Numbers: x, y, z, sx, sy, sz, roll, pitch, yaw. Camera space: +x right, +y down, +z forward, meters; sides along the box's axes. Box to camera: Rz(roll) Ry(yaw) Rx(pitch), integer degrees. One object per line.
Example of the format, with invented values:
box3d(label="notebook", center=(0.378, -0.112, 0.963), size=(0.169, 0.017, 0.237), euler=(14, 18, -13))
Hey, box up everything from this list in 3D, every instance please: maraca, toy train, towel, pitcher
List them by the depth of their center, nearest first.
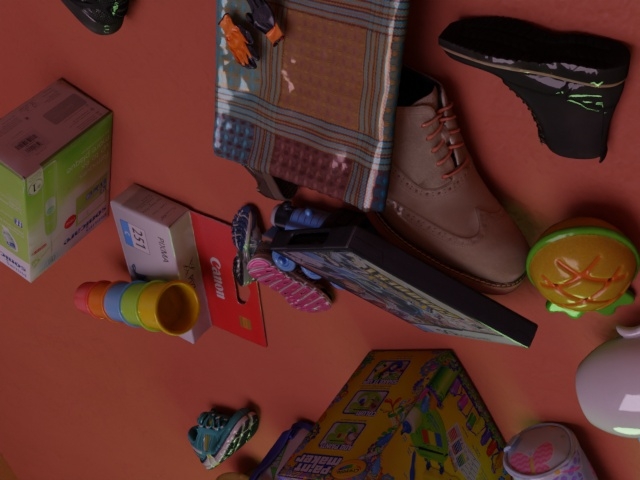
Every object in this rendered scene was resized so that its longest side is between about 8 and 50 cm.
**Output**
box3d(label="towel", center=(-0.020, -0.238, 0.977), size=(0.271, 0.040, 0.370), euler=(22, 119, 35))
box3d(label="maraca", center=(0.310, 0.040, 1.032), size=(0.127, 0.099, 0.186), euler=(-5, 143, 20))
box3d(label="pitcher", center=(0.406, 0.140, 1.041), size=(0.207, 0.125, 0.178), euler=(-22, 90, 39))
box3d(label="toy train", center=(0.000, 0.000, 1.285), size=(0.184, 0.080, 0.105), euler=(17, 128, 29))

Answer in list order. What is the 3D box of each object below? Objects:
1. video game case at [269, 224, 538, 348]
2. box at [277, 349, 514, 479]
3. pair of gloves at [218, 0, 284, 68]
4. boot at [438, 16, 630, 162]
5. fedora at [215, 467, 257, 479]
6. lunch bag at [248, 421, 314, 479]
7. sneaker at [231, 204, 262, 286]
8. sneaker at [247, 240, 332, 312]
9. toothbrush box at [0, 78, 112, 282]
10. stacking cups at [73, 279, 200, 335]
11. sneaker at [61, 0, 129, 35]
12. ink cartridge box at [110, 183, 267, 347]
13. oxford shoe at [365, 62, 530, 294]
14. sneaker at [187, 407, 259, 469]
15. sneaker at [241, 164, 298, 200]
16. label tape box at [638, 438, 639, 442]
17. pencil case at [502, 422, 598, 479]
box3d(label="video game case", center=(0.096, 0.058, 1.116), size=(0.275, 0.035, 0.248), euler=(28, 169, -20))
box3d(label="box", center=(0.136, 0.367, 1.353), size=(0.177, 0.279, 0.290), euler=(-8, 120, 45))
box3d(label="pair of gloves", center=(-0.081, -0.240, 0.999), size=(0.083, 0.010, 0.074), euler=(-37, 81, 43))
box3d(label="boot", center=(0.221, -0.156, 0.943), size=(0.198, 0.077, 0.137), euler=(22, 143, 26))
box3d(label="fedora", center=(-0.147, 0.571, 1.967), size=(0.194, 0.079, 0.194), euler=(20, 131, 24))
box3d(label="lunch bag", center=(0.005, 0.574, 1.636), size=(0.385, 0.328, 0.239), euler=(43, 141, -3))
box3d(label="sneaker", center=(-0.108, 0.005, 1.411), size=(0.052, 0.058, 0.135), euler=(35, 128, 50))
box3d(label="sneaker", center=(-0.042, 0.052, 1.388), size=(0.170, 0.075, 0.063), euler=(36, 133, -30))
box3d(label="toothbrush box", center=(-0.469, -0.098, 1.495), size=(0.122, 0.206, 0.283), euler=(34, 141, 10))
box3d(label="stacking cups", center=(-0.350, 0.115, 1.583), size=(0.316, 0.096, 0.096), euler=(-1, 126, 44))
box3d(label="sneaker", center=(-0.350, -0.398, 1.200), size=(0.227, 0.087, 0.130), euler=(42, 141, -4))
box3d(label="ink cartridge box", center=(-0.231, 0.067, 1.561), size=(0.261, 0.066, 0.296), euler=(22, 139, 26))
box3d(label="oxford shoe", center=(0.114, -0.098, 1.036), size=(0.397, 0.140, 0.146), euler=(43, 140, -1))
box3d(label="sneaker", center=(-0.218, 0.409, 1.860), size=(0.110, 0.107, 0.275), euler=(51, 143, 5))
box3d(label="sneaker", center=(-0.097, -0.135, 1.245), size=(0.071, 0.066, 0.188), euler=(6, 129, 39))
box3d(label="label tape box", center=(0.585, 0.385, 1.110), size=(0.347, 0.115, 0.249), euler=(0, 126, 40))
box3d(label="pencil case", center=(0.373, 0.402, 1.315), size=(0.124, 0.113, 0.273), euler=(15, 139, 59))
